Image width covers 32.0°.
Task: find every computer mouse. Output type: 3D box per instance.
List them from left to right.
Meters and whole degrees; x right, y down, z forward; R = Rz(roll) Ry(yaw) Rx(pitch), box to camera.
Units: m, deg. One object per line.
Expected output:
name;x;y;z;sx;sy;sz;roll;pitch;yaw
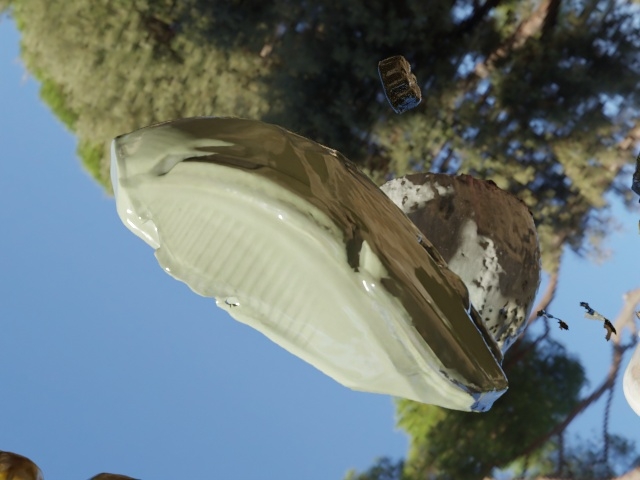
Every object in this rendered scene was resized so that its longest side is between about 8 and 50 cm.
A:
computer mouse;0.004;-0.001;1.031;0.429;0.145;0.228;33;-162;-4

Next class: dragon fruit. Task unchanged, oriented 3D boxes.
dragon fruit;0.173;0.052;1.489;0.283;0.204;0.221;27;-138;-15

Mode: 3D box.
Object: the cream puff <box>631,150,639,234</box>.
cream puff;0.470;-0.070;1.307;0.244;0.196;0.244;29;179;0

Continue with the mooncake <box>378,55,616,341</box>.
mooncake;0.162;-0.037;1.113;0.347;0.057;0.150;48;-156;-5

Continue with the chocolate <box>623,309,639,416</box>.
chocolate;0.534;0.211;1.653;0.221;0.147;0.221;20;-165;-6

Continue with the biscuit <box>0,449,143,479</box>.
biscuit;-0.263;0.315;0.904;0.062;0.237;0.290;55;-134;-46
